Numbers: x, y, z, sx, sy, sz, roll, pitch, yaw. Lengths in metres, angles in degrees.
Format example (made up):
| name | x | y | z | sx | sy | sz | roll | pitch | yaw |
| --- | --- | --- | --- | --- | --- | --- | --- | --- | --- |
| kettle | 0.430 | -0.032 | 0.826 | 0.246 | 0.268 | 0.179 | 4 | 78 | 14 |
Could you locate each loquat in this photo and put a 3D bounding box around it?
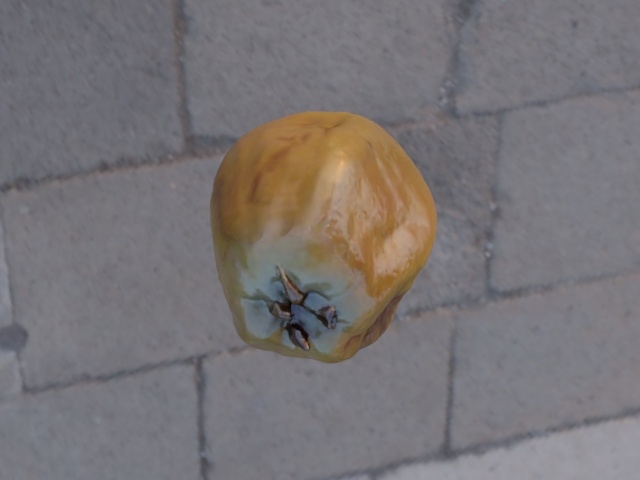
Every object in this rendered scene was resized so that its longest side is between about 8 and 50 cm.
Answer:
| name | x | y | z | sx | sy | sz | roll | pitch | yaw |
| --- | --- | --- | --- | --- | --- | --- | --- | --- | --- |
| loquat | 0.000 | 0.000 | 0.722 | 0.113 | 0.137 | 0.137 | 5 | 123 | 19 |
